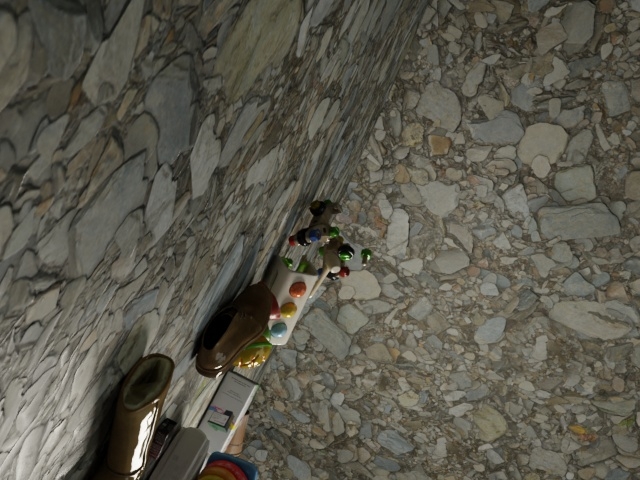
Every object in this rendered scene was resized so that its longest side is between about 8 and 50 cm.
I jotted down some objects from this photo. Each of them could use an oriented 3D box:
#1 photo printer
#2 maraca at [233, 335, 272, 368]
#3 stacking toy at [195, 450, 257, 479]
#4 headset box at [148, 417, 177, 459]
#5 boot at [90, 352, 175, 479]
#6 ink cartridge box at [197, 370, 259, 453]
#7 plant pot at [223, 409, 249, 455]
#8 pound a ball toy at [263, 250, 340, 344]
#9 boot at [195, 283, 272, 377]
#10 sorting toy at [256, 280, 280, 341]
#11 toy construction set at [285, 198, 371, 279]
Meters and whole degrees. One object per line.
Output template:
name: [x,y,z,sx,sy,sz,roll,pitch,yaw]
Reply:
photo printer: [-0.423,0.698,1.814,0.256,0.107,0.307,-61,175,-35]
maraca: [-0.217,0.307,1.750,0.186,0.099,0.127,5,151,-46]
stacking toy: [-0.306,0.710,1.701,0.302,0.166,0.175,-3,105,-73]
headset box: [-0.381,0.477,1.504,0.062,0.032,0.083,-46,161,-76]
boot: [-0.334,0.351,1.039,0.236,0.089,0.269,-76,-172,-56]
ink cartridge box: [-0.339,0.620,2.270,0.278,0.117,0.201,-62,175,-11]
plant pot: [-0.364,0.739,2.493,0.167,0.167,0.165,-5,114,-85]
pound a ball toy: [-0.074,0.182,2.009,0.319,0.208,0.135,-64,-147,21]
boot: [-0.201,0.193,1.550,0.305,0.112,0.115,-56,161,-46]
sorting toy: [-0.224,0.260,1.849,0.126,0.127,0.365,-26,158,-30]
toy construction set: [0.000,0.000,2.208,0.309,0.258,0.237,-39,-152,45]
